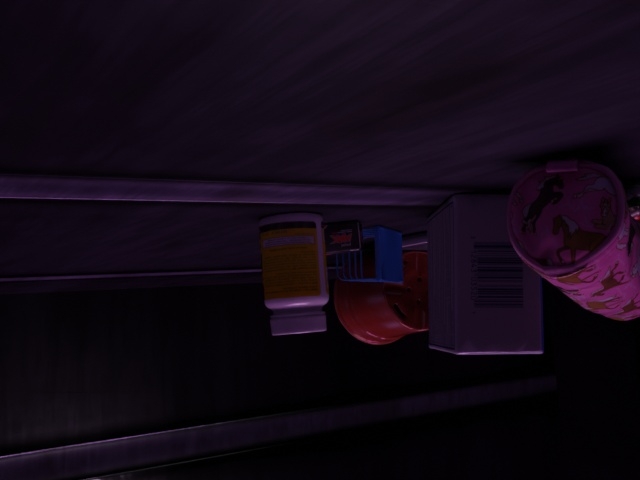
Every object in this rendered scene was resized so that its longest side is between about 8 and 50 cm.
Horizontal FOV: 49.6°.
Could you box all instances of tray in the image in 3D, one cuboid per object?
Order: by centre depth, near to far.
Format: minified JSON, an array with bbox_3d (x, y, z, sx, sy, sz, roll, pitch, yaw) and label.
[{"bbox_3d":[0.306,0.003,1.769,0.270,0.030,0.145,1,171,-41],"label":"tray"}]

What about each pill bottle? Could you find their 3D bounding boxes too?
[{"bbox_3d":[-0.046,0.061,1.238,0.119,0.209,0.119,-4,173,-1],"label":"pill bottle"}]

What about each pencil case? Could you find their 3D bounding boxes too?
[{"bbox_3d":[0.406,0.008,1.017,0.160,0.167,0.386,-40,148,20],"label":"pencil case"}]

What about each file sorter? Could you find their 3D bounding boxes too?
[{"bbox_3d":[0.112,0.037,1.550,0.104,0.118,0.170,-4,174,22],"label":"file sorter"}]

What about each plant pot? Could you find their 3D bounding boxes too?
[{"bbox_3d":[0.207,0.144,1.850,0.272,0.273,0.265,-2,174,-20],"label":"plant pot"}]

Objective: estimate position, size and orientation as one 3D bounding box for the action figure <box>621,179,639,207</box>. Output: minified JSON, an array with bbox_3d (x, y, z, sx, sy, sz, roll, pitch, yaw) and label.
[{"bbox_3d":[0.488,-0.064,1.193,0.232,0.064,0.137,-15,165,43],"label":"action figure"}]

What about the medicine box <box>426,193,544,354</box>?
[{"bbox_3d":[0.286,0.069,1.257,0.149,0.264,0.289,0,174,0],"label":"medicine box"}]

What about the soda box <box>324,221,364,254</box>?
[{"bbox_3d":[0.000,0.000,1.394,0.168,0.060,0.053,-7,175,11],"label":"soda box"}]

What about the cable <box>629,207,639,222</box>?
[{"bbox_3d":[0.567,-0.009,1.463,0.287,0.072,0.139,-28,171,40],"label":"cable"}]
